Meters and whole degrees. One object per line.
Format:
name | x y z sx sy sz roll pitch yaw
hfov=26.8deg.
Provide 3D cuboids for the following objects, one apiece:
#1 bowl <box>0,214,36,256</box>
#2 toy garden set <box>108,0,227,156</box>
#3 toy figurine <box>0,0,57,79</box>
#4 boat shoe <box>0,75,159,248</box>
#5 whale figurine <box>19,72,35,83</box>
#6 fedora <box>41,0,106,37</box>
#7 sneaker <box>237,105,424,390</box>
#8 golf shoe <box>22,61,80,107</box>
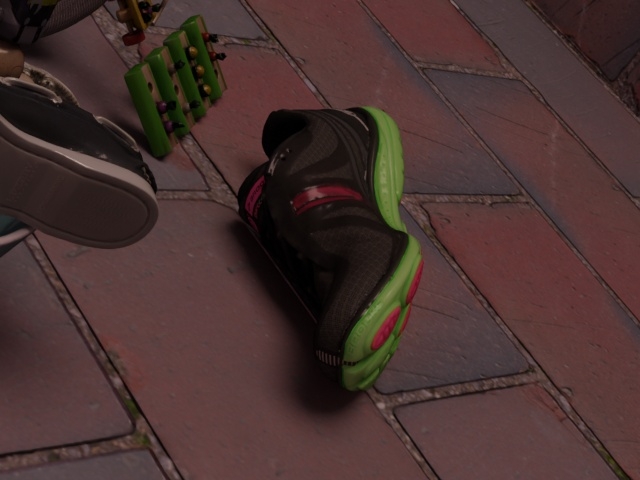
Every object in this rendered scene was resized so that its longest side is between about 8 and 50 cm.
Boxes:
bowl | -0.401 -0.050 1.169 0.311 0.163 0.311 26 31 -17
toy garden set | -0.180 -0.245 1.684 0.244 0.049 0.204 -62 137 -60
toy figurine | -0.337 -0.228 1.150 0.213 0.148 0.209 20 17 -33
boat shoe | -0.269 -0.084 1.093 0.302 0.114 0.091 30 28 -37
whale figurine | -0.421 -0.217 1.416 0.272 0.216 0.141 46 -14 1
fedora | -0.373 -0.368 1.618 0.244 0.275 0.124 66 -11 -22
sneaker | 0.000 0.000 1.561 0.202 0.185 0.483 9 32 -10
golf shoe | -0.352 -0.190 1.530 0.176 0.069 0.086 28 24 -17
